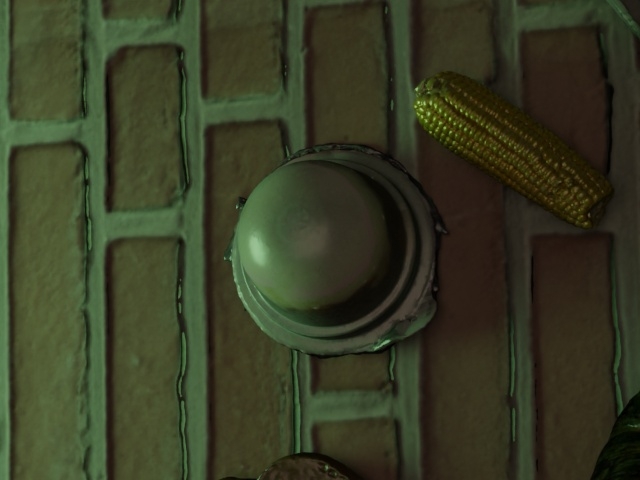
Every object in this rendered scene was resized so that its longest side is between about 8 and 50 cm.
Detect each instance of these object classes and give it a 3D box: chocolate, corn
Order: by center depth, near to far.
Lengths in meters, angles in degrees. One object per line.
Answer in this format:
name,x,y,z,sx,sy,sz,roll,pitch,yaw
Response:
corn,0.170,-0.083,1.706,0.206,0.067,0.067,36,96,15
chocolate,0.001,0.007,1.710,0.221,0.147,0.221,-1,87,13

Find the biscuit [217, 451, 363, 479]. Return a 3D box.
biscuit,-0.056,0.324,1.756,0.208,0.041,0.290,44,99,16

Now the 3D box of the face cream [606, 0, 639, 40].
face cream,0.282,-0.277,1.630,0.153,0.177,0.177,-41,76,11

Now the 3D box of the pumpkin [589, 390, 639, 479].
pumpkin,0.345,0.215,1.561,0.260,0.189,0.260,-24,39,21
